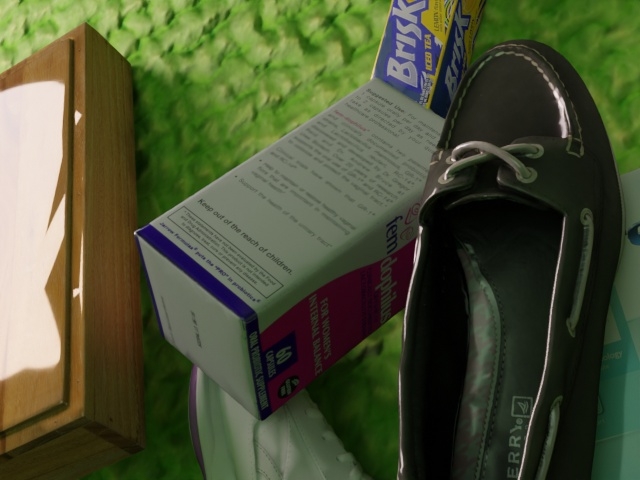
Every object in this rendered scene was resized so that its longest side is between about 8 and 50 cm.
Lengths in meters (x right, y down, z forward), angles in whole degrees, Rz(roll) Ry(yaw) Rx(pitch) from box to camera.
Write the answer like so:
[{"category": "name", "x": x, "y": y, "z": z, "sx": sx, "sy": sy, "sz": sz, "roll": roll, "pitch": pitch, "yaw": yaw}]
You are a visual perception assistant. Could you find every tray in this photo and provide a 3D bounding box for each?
[{"category": "tray", "x": -0.254, "y": 0.015, "z": 0.872, "sx": 0.203, "sy": 0.076, "sz": 0.410, "roll": -26, "pitch": 48, "yaw": 18}]

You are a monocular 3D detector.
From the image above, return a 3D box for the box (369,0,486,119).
[{"category": "box", "x": 0.088, "y": -0.168, "z": 0.820, "sx": 0.059, "sy": 0.054, "sz": 0.168, "roll": 10, "pitch": 79, "yaw": 30}]

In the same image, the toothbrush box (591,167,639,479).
[{"category": "toothbrush box", "x": 0.221, "y": 0.111, "z": 0.619, "sx": 0.216, "sy": 0.126, "sz": 0.295, "roll": -21, "pitch": 64, "yaw": 22}]

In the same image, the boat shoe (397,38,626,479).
[{"category": "boat shoe", "x": 0.103, "y": 0.028, "z": 0.579, "sx": 0.112, "sy": 0.095, "sz": 0.335, "roll": -5, "pitch": 72, "yaw": 29}]

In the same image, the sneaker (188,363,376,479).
[{"category": "sneaker", "x": -0.013, "y": 0.172, "z": 0.753, "sx": 0.152, "sy": 0.114, "sz": 0.305, "roll": -10, "pitch": 68, "yaw": 4}]

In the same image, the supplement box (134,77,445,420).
[{"category": "supplement box", "x": 0.000, "y": 0.000, "z": 0.722, "sx": 0.220, "sy": 0.111, "sz": 0.114, "roll": -37, "pitch": 55, "yaw": -26}]
